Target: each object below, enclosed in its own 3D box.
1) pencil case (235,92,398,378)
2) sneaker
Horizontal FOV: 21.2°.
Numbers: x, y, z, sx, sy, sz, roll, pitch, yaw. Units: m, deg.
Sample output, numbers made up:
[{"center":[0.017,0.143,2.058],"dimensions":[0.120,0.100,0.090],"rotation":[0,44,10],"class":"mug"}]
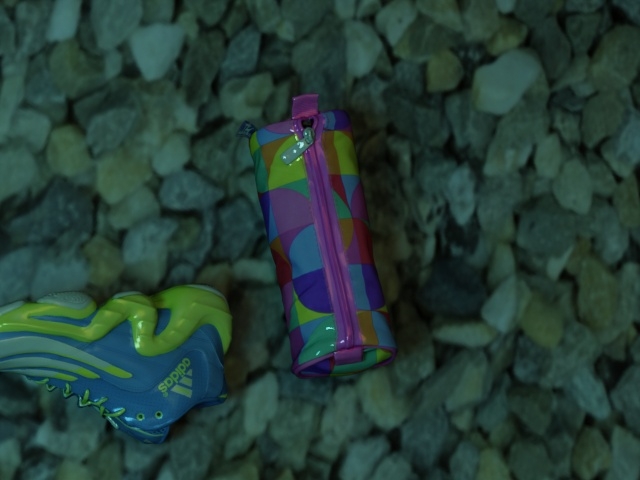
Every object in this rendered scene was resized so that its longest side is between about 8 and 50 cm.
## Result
[{"center":[0.000,0.000,1.472],"dimensions":[0.104,0.104,0.236],"rotation":[-8,77,-23],"class":"pencil case"},{"center":[-0.176,0.106,1.376],"dimensions":[0.240,0.091,0.126],"rotation":[-7,77,-23],"class":"sneaker"}]
